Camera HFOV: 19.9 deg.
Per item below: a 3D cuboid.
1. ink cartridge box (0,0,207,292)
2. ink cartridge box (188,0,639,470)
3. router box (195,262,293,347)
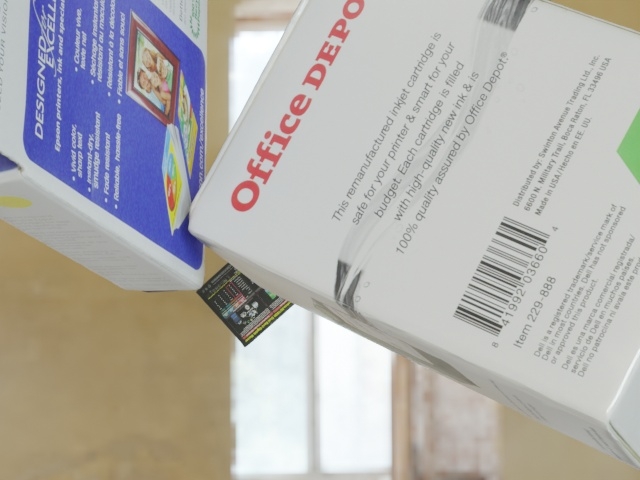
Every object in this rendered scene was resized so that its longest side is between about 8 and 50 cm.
[{"bbox_3d":[-0.144,-0.152,1.020,0.072,0.304,0.307,-5,-18,19],"label":"ink cartridge box"},{"bbox_3d":[0.101,-0.028,1.057,0.289,0.211,0.121,25,-9,29],"label":"ink cartridge box"},{"bbox_3d":[-0.075,0.055,2.188,0.122,0.092,0.038,-41,-1,19],"label":"router box"}]
